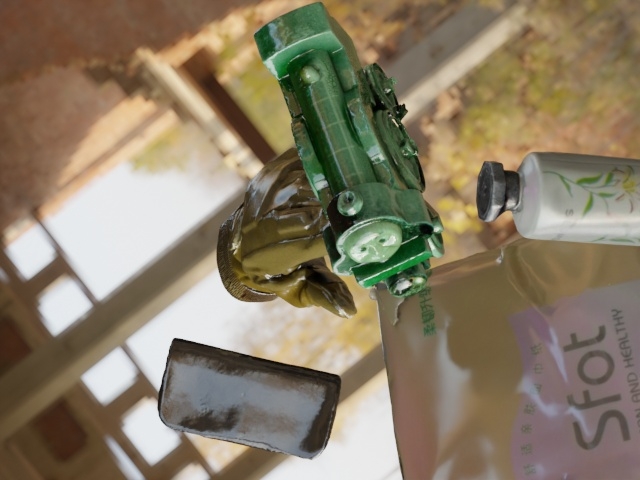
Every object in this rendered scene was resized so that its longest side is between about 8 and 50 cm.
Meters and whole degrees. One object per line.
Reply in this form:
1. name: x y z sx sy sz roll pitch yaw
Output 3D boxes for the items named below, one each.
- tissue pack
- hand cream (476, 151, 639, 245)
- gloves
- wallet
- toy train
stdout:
1. tissue pack: 0.155 0.122 1.043 0.123 0.215 0.256 38 -143 -54
2. hand cream: 0.173 -0.016 0.813 0.067 0.195 0.042 105 166 -49
3. gloves: -0.013 -0.010 1.599 0.141 0.154 0.331 45 159 -11
4. wallet: -0.063 0.139 1.446 0.157 0.082 0.018 12 -173 2
5. toy train: 0.021 -0.052 1.006 0.104 0.071 0.178 44 -156 -59
